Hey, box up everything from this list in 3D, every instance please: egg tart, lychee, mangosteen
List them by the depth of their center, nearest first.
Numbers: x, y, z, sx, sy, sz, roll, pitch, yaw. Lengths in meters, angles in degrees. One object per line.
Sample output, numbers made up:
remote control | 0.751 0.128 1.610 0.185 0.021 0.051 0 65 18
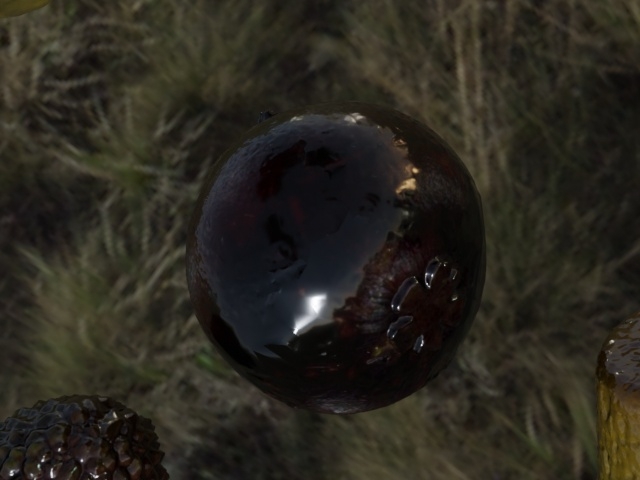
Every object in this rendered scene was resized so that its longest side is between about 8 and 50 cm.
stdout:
egg tart | 0.304 0.148 1.070 0.215 0.171 0.215 -17 26 9
mangosteen | 0.005 0.011 1.268 0.293 0.297 0.297 21 76 26
lychee | -0.258 0.269 1.354 0.236 0.236 0.271 55 130 43

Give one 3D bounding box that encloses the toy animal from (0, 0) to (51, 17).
toy animal | -0.223 -0.274 1.068 0.169 0.195 0.281 0 43 34
